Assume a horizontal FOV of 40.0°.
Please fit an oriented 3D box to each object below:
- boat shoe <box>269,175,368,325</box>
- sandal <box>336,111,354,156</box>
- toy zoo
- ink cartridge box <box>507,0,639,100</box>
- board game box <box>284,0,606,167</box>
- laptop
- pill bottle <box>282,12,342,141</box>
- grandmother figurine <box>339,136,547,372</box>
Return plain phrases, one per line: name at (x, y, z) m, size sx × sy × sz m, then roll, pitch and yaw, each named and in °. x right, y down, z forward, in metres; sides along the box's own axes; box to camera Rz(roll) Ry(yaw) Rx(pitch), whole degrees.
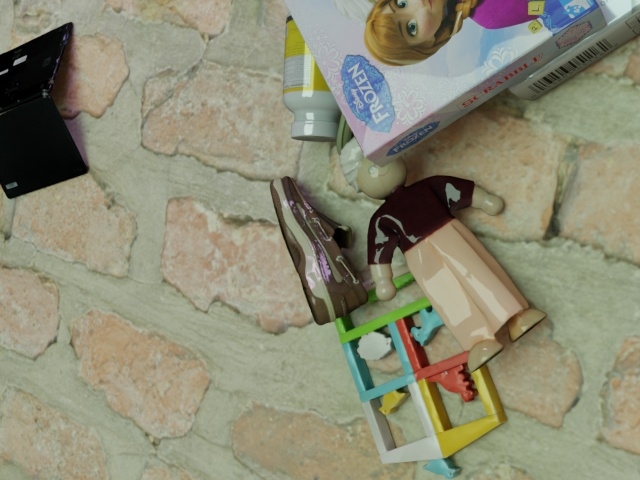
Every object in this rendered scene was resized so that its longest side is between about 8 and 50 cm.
boat shoe at (0.001, 0.005, 1.280) m, size 0.095 × 0.095 × 0.258 m, roll -19°, pitch 58°, yaw -5°
sandal at (0.075, -0.256, 1.227) m, size 0.086 × 0.120 × 0.303 m, roll 31°, pitch 105°, yaw 46°
toy zoo at (0.135, 0.184, 1.217) m, size 0.192 × 0.030 × 0.293 m, roll -28°, pitch 74°, yaw 29°
ink cartridge box at (0.297, -0.418, 1.099) m, size 0.308 × 0.091 × 0.385 m, roll -32°, pitch 73°, yaw 28°
board game box at (0.128, -0.308, 1.087) m, size 0.318 × 0.066 × 0.319 m, roll -33°, pitch 70°, yaw 17°
laptop at (-0.540, -0.246, 1.683) m, size 0.234 × 0.136 × 0.265 m, roll -13°, pitch 56°, yaw 31°
pill bottle at (-0.003, -0.239, 1.279) m, size 0.103 × 0.103 × 0.184 m, roll 2°, pitch 90°, yaw 33°
grandmother figurine at (0.148, -0.007, 1.152) m, size 0.207 × 0.104 × 0.342 m, roll -33°, pitch 74°, yaw -17°
